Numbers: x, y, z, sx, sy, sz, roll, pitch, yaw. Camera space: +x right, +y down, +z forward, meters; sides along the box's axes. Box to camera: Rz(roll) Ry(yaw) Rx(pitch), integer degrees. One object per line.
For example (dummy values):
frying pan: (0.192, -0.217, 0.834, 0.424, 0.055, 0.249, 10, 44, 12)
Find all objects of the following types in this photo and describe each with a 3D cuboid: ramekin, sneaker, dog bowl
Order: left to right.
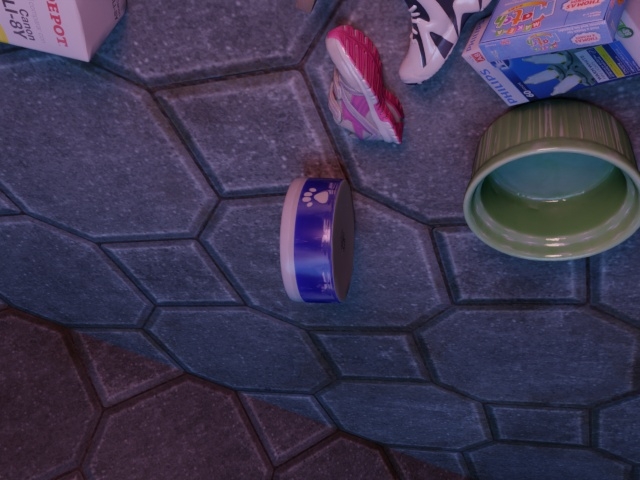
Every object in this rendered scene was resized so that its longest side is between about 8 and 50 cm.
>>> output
dog bowl: (0.000, 0.000, 1.324, 0.104, 0.264, 0.264, 2, 143, 13)
sneaker: (0.057, -0.255, 1.098, 0.111, 0.102, 0.252, -8, 138, 25)
sneaker: (0.147, -0.352, 0.944, 0.153, 0.094, 0.235, 26, 143, -14)
ramekin: (0.416, -0.108, 1.137, 0.304, 0.148, 0.303, 9, 144, 6)

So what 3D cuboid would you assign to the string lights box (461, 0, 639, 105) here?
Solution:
string lights box: (0.350, -0.286, 0.908, 0.133, 0.076, 0.260, 35, 160, -27)

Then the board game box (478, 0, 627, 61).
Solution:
board game box: (0.309, -0.323, 0.793, 0.160, 0.211, 0.039, 5, 149, 45)

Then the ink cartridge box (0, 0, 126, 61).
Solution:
ink cartridge box: (-0.523, -0.464, 0.957, 0.385, 0.160, 0.279, 13, 144, 1)

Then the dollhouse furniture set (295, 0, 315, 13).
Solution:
dollhouse furniture set: (-0.031, -0.437, 0.869, 0.123, 0.144, 0.151, 23, 158, -5)
